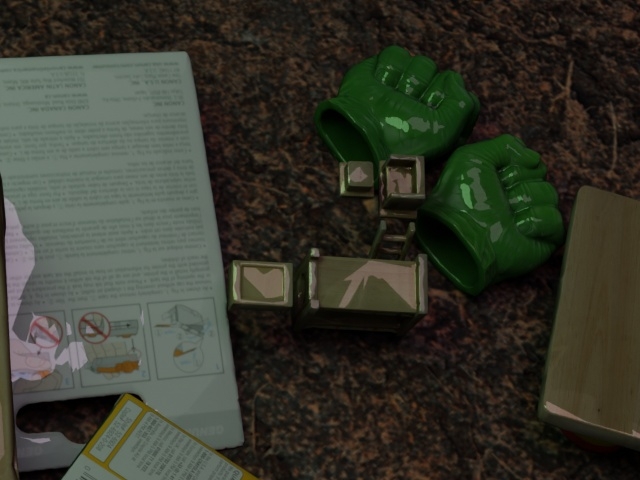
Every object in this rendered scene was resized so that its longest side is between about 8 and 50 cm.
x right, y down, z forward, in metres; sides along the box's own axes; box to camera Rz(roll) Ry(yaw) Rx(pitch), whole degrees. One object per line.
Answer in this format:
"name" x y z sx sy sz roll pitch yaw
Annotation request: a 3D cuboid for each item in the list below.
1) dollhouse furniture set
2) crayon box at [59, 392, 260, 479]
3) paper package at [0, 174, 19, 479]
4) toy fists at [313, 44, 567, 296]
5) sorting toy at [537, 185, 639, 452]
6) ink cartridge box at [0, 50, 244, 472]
"dollhouse furniture set" 0.000 0.000 1.722 0.181 0.101 0.161 4 73 -11
"crayon box" -0.085 0.295 1.511 0.323 0.083 0.203 33 42 2
"paper package" -0.408 0.086 1.477 0.324 0.168 0.310 -3 79 -9
"toy fists" 0.129 -0.081 1.820 0.142 0.096 0.279 -33 70 -29
"sorting toy" 0.339 0.106 1.759 0.255 0.089 0.257 17 58 -3
"ink cartridge box" -0.248 0.021 1.683 0.308 0.091 0.385 -4 77 -22
